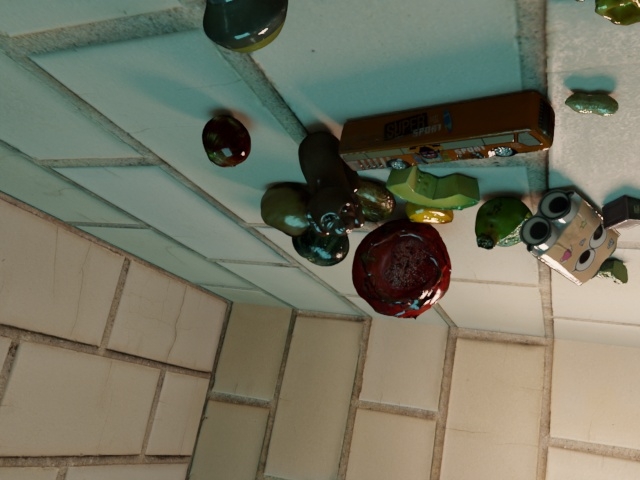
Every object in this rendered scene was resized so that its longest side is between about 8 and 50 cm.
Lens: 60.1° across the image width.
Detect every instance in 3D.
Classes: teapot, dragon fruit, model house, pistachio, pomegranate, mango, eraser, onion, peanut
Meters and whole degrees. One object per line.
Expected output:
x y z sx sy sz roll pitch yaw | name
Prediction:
-0.124 -0.346 0.785 0.166 0.130 0.119 37 165 38 | teapot
0.239 0.077 1.591 0.296 0.295 0.302 2 -179 28 | dragon fruit
0.860 0.096 1.653 0.079 0.066 0.083 22 161 -27 | model house
-0.076 -0.089 1.567 0.210 0.130 0.165 0 120 33 | pistachio
0.437 -0.043 1.362 0.169 0.122 0.143 -12 165 -29 | pomegranate
0.289 -0.080 1.453 0.187 0.066 0.101 19 154 -41 | mango
0.611 -0.004 1.353 0.290 0.171 0.087 25 -169 -39 | eraser
-0.204 -0.221 1.231 0.119 0.118 0.117 -1 145 34 | onion
0.451 -0.226 0.921 0.083 0.037 0.037 6 162 10 | peanut

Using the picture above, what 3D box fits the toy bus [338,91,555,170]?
0.226 -0.199 1.058 0.409 0.093 0.092 -2 156 34 | toy bus

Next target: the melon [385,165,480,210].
0.264 -0.127 1.321 0.209 0.064 0.118 16 164 -7 | melon

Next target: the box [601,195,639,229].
0.700 -0.060 1.270 0.063 0.060 0.084 5 163 -8 | box

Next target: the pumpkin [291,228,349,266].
0.001 0.001 1.750 0.190 0.146 0.190 12 165 3 | pumpkin

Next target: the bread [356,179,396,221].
0.112 -0.109 1.477 0.193 0.064 0.193 16 161 5 | bread

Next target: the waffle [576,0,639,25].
0.352 -0.331 0.598 0.309 0.065 0.283 7 162 17 | waffle

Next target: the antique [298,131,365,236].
0.018 -0.120 1.189 0.121 0.256 0.143 -14 152 15 | antique
